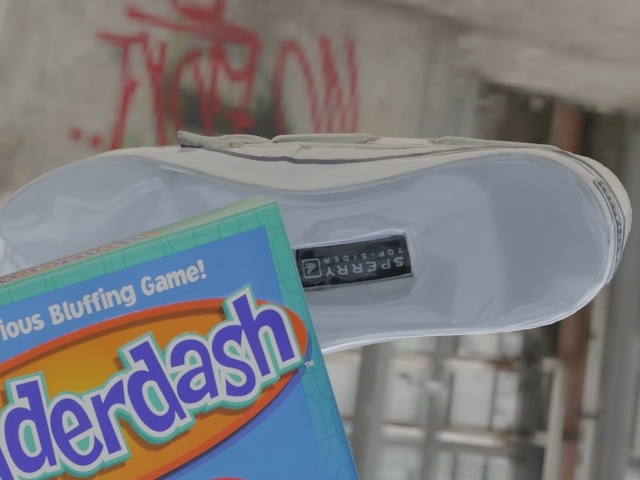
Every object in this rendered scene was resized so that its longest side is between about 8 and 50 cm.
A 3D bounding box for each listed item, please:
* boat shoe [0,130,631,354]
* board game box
[{"bbox_3d":[0.000,-0.009,1.141,0.367,0.135,0.156,-7,-173,19],"label":"boat shoe"},{"bbox_3d":[-0.062,0.108,0.648,0.160,0.210,0.047,-18,-174,-9],"label":"board game box"}]
